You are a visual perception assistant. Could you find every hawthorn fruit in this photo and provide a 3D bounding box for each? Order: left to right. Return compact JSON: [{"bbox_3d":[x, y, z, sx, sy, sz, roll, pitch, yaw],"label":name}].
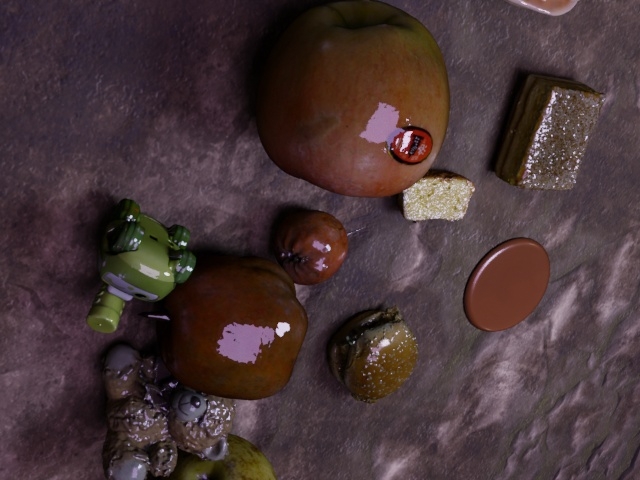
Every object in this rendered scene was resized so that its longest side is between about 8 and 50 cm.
[{"bbox_3d":[-0.181,0.152,1.597,0.301,0.268,0.267,10,109,-31],"label":"hawthorn fruit"},{"bbox_3d":[-0.012,0.013,1.719,0.189,0.149,0.149,0,119,-63],"label":"hawthorn fruit"}]

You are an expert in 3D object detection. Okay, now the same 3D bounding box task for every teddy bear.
[{"bbox_3d":[-0.287,0.332,1.684,0.256,0.156,0.267,0,77,-10],"label":"teddy bear"}]

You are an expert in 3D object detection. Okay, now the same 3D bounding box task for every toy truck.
[{"bbox_3d":[-0.323,0.040,1.524,0.148,0.187,0.210,29,124,-24],"label":"toy truck"}]

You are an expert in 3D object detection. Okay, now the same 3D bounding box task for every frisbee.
[{"bbox_3d":[0.447,0.110,2.094,0.251,0.021,0.250,-12,120,-23],"label":"frisbee"}]

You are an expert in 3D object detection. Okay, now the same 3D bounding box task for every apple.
[{"bbox_3d":[0.067,-0.245,1.493,0.338,0.338,0.305,0,115,-30],"label":"apple"}]

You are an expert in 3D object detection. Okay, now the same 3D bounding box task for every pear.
[{"bbox_3d":[-0.205,0.532,1.783,0.284,0.283,0.283,-13,120,-24],"label":"pear"}]

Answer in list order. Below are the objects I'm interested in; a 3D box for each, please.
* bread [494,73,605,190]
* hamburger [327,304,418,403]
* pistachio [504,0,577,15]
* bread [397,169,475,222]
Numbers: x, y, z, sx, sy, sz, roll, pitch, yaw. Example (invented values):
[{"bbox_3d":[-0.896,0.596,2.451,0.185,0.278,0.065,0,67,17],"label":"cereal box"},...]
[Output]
[{"bbox_3d":[0.483,-0.228,1.885,0.184,0.110,0.234,0,116,-33],"label":"bread"},{"bbox_3d":[0.123,0.261,1.923,0.189,0.122,0.215,-20,125,-22],"label":"hamburger"},{"bbox_3d":[0.402,-0.533,1.636,0.318,0.214,0.193,11,152,-26],"label":"pistachio"},{"bbox_3d":[0.229,-0.094,1.834,0.187,0.065,0.103,-5,119,-29],"label":"bread"}]
